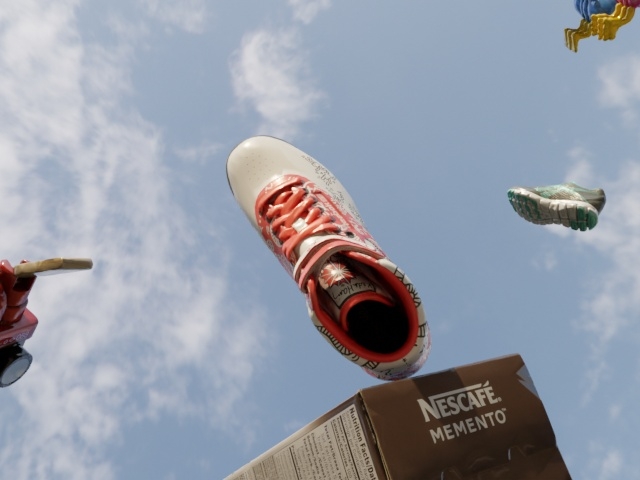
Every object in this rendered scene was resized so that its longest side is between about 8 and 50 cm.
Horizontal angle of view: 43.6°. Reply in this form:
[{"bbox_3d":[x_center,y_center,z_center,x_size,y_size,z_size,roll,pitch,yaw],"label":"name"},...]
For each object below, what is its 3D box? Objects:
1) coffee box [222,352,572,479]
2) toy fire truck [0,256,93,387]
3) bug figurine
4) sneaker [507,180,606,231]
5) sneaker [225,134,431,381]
[{"bbox_3d":[0.046,0.215,0.695,0.168,0.297,0.118,-5,-115,-33],"label":"coffee box"},{"bbox_3d":[-0.407,0.084,0.957,0.158,0.217,0.246,38,-68,15],"label":"toy fire truck"},{"bbox_3d":[0.292,-0.324,0.811,0.072,0.216,0.278,-8,-62,5],"label":"bug figurine"},{"bbox_3d":[0.380,-0.064,1.282,0.076,0.167,0.065,-44,-49,-26],"label":"sneaker"},{"bbox_3d":[0.001,0.000,0.679,0.090,0.145,0.270,-36,-102,0],"label":"sneaker"}]
